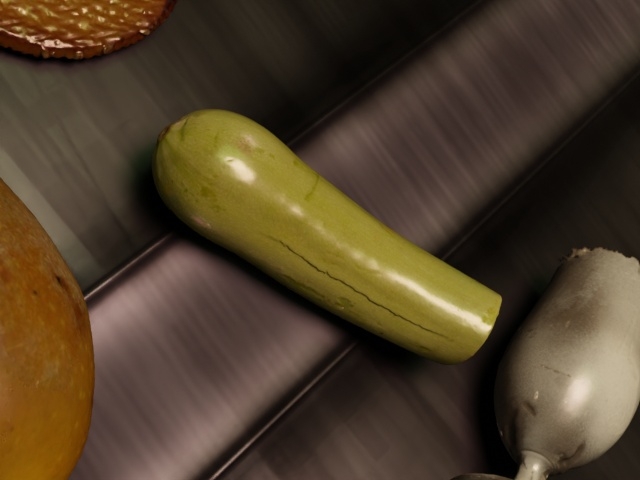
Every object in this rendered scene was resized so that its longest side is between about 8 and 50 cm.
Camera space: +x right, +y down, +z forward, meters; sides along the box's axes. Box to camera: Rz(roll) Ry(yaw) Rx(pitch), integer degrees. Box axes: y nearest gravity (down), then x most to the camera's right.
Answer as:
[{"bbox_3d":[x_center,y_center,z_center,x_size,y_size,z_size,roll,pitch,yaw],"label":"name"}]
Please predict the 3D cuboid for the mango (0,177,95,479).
[{"bbox_3d":[-0.232,0.000,0.598,0.176,0.176,0.329,-25,82,-26],"label":"mango"}]

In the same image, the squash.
[{"bbox_3d":[0.000,0.000,0.777,0.250,0.083,0.083,33,57,-12],"label":"squash"}]

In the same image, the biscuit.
[{"bbox_3d":[-0.154,-0.195,0.815,0.126,0.025,0.206,30,59,-14],"label":"biscuit"}]

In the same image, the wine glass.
[{"bbox_3d":[0.164,0.109,0.813,0.103,0.103,0.222,39,54,-8],"label":"wine glass"}]
